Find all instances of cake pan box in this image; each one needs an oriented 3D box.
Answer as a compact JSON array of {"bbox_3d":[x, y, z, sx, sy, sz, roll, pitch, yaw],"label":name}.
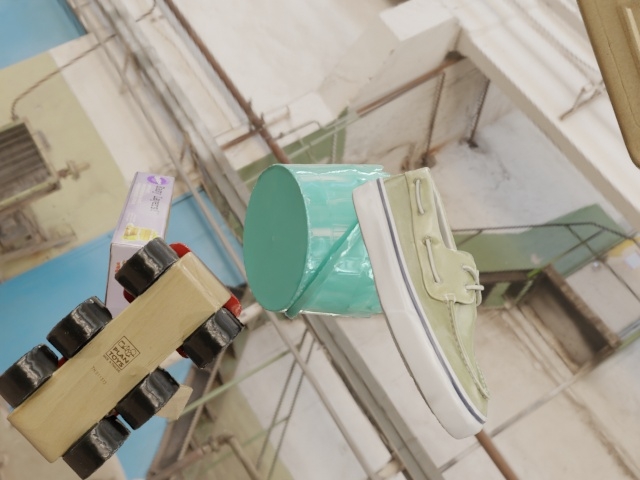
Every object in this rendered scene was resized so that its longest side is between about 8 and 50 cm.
[{"bbox_3d":[-0.266,0.067,0.967,0.246,0.070,0.267,-102,-156,-64],"label":"cake pan box"}]

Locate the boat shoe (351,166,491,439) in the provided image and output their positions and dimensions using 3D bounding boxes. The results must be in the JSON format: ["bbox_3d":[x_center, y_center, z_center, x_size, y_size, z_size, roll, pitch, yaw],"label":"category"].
[{"bbox_3d":[0.110,0.041,0.666,0.109,0.094,0.302,45,23,-52],"label":"boat shoe"}]

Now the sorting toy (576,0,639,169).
[{"bbox_3d":[0.298,-0.190,0.365,0.041,0.307,0.229,-7,79,-66],"label":"sorting toy"}]

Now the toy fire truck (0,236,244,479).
[{"bbox_3d":[-0.177,0.122,0.701,0.158,0.217,0.246,47,-6,-4],"label":"toy fire truck"}]

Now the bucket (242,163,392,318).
[{"bbox_3d":[0.000,0.000,1.117,0.281,0.183,0.282,-3,-94,60],"label":"bucket"}]
